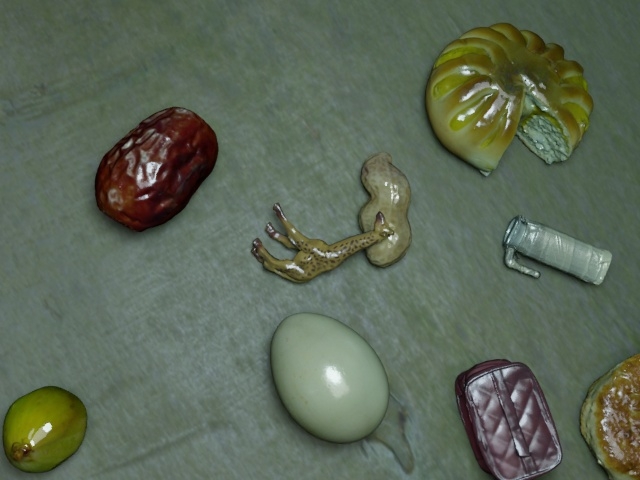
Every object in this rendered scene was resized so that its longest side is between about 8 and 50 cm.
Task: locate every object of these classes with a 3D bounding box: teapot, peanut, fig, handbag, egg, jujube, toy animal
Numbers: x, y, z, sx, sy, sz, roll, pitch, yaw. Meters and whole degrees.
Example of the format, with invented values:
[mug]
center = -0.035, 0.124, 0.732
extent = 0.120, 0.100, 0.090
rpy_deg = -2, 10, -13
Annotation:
[teapot]
center = 0.458, 0.031, 1.495
extent = 0.200, 0.077, 0.107
rpy_deg = 23, 98, -2
[peanut]
center = 0.125, -0.062, 1.464
extent = 0.104, 0.085, 0.228
rpy_deg = 0, 79, 12
[fig]
center = -0.480, 0.329, 1.315
extent = 0.136, 0.121, 0.153
rpy_deg = 9, 56, 0
[handbag]
center = 0.343, 0.331, 1.398
extent = 0.146, 0.135, 0.225
rpy_deg = -16, 84, -4
[egg]
center = 0.012, 0.240, 1.347
extent = 0.188, 0.188, 0.253
rpy_deg = -34, 83, -11
[jujube]
center = -0.302, -0.131, 1.377
extent = 0.183, 0.183, 0.243
rpy_deg = 35, 78, 0
[toy animal]
center = 0.000, 0.010, 1.418
extent = 0.275, 0.054, 0.149
rpy_deg = 6, 93, 16

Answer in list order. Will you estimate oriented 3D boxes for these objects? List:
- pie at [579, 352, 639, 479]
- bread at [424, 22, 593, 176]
[pie]
center = 0.662, 0.348, 1.455
extent = 0.315, 0.092, 0.315
rpy_deg = 1, 79, -5
[bread]
center = 0.374, -0.291, 1.494
extent = 0.333, 0.160, 0.333
rpy_deg = 1, 79, -7
